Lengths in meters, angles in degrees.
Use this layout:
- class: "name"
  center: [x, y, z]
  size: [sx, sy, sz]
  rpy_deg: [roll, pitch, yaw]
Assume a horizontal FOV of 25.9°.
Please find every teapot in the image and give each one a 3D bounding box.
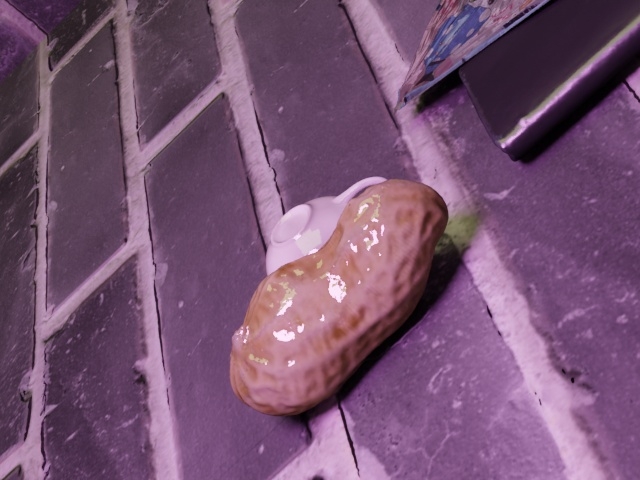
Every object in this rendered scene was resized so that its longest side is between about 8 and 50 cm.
- class: "teapot"
  center: [0.000, 0.000, 1.729]
  size: [0.226, 0.092, 0.145]
  rpy_deg: [-42, 30, 8]

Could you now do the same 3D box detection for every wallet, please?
- class: "wallet"
  center: [0.340, -0.274, 1.595]
  size: [0.406, 0.062, 0.228]
  rpy_deg: [-42, 29, 16]

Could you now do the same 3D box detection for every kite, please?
- class: "kite"
  center: [0.207, -0.310, 1.800]
  size: [0.368, 0.014, 0.406]
  rpy_deg: [-51, 19, 0]

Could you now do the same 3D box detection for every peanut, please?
- class: "peanut"
  center: [0.019, 0.061, 1.558]
  size: [0.325, 0.153, 0.140]
  rpy_deg: [-52, 13, 13]
